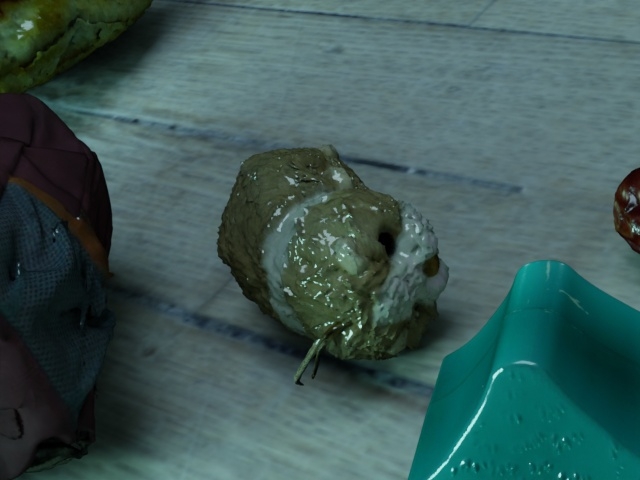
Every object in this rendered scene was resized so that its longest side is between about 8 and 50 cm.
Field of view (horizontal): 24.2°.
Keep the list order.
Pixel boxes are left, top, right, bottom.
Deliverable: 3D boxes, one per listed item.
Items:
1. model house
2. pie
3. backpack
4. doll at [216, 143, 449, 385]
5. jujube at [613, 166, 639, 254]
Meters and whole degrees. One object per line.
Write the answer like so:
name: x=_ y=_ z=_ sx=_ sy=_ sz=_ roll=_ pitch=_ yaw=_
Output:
model house: x=0.110 y=0.093 z=0.665 sx=0.127 sy=0.149 sz=0.100 roll=-8 pitch=33 yaw=24
pie: x=-0.360 y=-0.203 z=1.351 sx=0.418 sy=0.180 sz=0.395 roll=-4 pitch=30 yaw=47
backpack: x=-0.252 y=0.035 z=0.925 sx=0.283 sy=0.197 sz=0.317 roll=-18 pitch=29 yaw=11
doll: x=-0.005 y=-0.005 z=0.909 sx=0.115 sy=0.105 sz=0.221 roll=-33 pitch=36 yaw=-2
jujube: x=0.219 y=-0.015 z=0.820 sx=0.129 sy=0.077 sz=0.077 roll=9 pitch=44 yaw=47
